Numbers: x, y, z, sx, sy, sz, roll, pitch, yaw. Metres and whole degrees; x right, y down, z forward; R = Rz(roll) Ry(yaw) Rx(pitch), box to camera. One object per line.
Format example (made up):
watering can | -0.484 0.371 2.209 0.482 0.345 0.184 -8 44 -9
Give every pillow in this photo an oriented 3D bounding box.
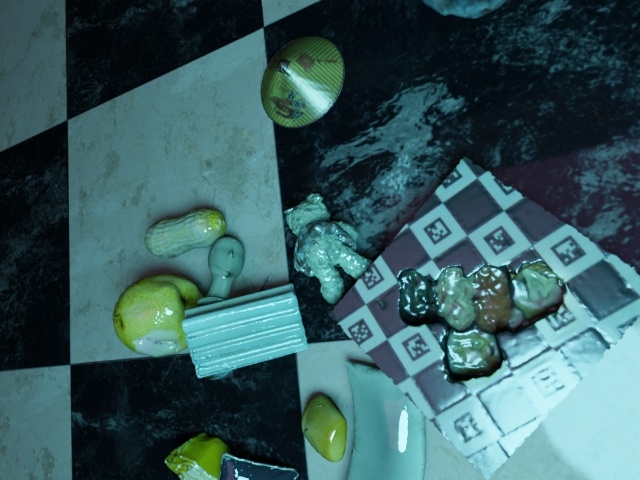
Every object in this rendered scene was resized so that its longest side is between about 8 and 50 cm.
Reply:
pillow | 0.097 0.317 0.699 0.144 0.078 0.254 -1 82 32
pillow | -0.134 0.493 0.790 0.141 0.055 0.208 16 89 -6

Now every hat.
hat | -0.056 -0.320 0.855 0.193 0.082 0.193 -4 82 28

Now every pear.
pear | -0.313 0.147 0.886 0.178 0.178 0.178 -4 82 27

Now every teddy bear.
teddy bear | -0.005 0.003 0.773 0.133 0.111 0.213 -37 70 15

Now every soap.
soap | -0.129 0.156 0.779 0.198 0.063 0.115 -12 106 -7

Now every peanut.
peanut | -0.289 -0.013 0.936 0.206 0.087 0.087 -14 78 25

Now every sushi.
sushi | 0.232 0.099 0.667 0.320 0.069 0.339 42 98 24

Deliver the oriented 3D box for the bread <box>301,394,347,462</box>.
bread | 0.001 0.308 0.735 0.115 0.056 0.082 -151 69 -68

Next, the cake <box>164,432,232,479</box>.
cake | -0.203 0.445 0.826 0.079 0.116 0.185 -36 64 17

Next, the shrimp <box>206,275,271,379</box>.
shrimp | -0.156 0.165 0.855 0.090 0.079 0.233 32 91 42

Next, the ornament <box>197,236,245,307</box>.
ornament | -0.185 0.061 0.856 0.081 0.074 0.156 126 156 -47

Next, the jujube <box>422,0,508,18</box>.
jujube | 0.232 -0.507 0.660 0.226 0.226 0.317 3 80 28
